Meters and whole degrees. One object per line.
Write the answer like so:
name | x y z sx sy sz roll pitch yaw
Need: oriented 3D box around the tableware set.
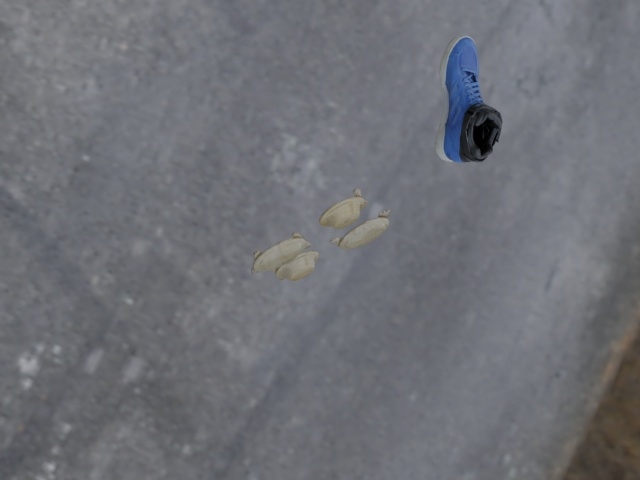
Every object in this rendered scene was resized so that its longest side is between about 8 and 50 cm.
tableware set | 0.000 0.000 1.784 0.168 0.020 0.141 -29 160 2

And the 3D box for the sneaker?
sneaker | 0.183 -0.167 1.914 0.058 0.084 0.152 6 93 -37
